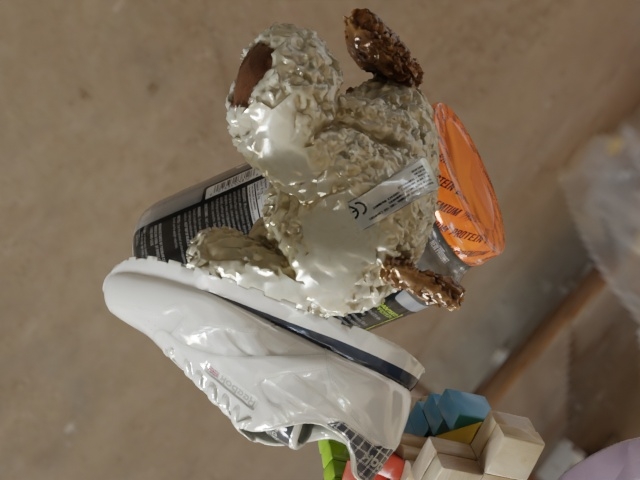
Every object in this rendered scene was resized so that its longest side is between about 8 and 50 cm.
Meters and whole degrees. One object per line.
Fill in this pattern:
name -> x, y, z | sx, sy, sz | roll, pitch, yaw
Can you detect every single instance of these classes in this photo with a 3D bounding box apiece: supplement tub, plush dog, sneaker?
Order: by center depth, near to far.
sneaker -> -0.051, 0.082, 1.138 | 0.095, 0.235, 0.090 | -68, 161, -7
plush dog -> 0.030, -0.044, 1.292 | 0.225, 0.210, 0.262 | -61, 169, -58
supplement tub -> 0.000, 0.000, 1.698 | 0.338, 0.207, 0.207 | -22, 160, 18

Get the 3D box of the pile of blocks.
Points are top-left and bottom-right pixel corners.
pile of blocks -> 0.063, 0.202, 1.577 | 0.112, 0.149, 0.362 | 14, 154, -23

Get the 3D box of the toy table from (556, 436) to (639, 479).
toy table -> 0.184, 0.245, 0.846 | 0.161, 0.252, 0.274 | -86, 155, -45
